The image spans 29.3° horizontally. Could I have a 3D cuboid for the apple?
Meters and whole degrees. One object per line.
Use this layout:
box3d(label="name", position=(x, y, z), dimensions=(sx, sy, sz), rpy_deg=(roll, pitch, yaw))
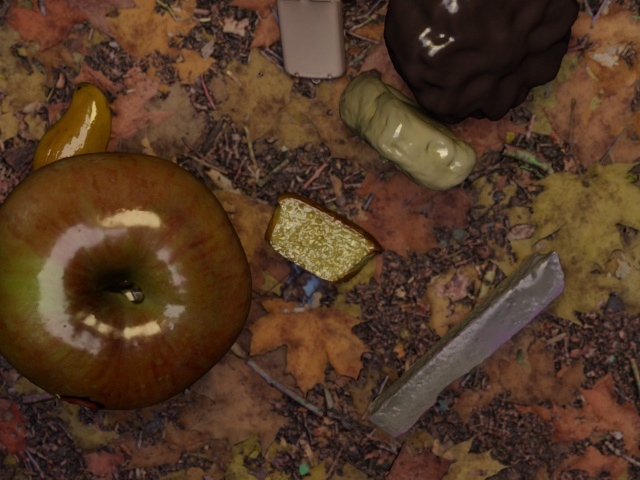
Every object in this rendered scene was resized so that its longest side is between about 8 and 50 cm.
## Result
box3d(label="apple", position=(-0.310, 0.058, 1.839), dimensions=(0.400, 0.333, 0.400), rpy_deg=(-1, 95, -16))

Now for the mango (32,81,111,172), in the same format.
box3d(label="mango", position=(-0.387, -0.153, 1.930), dimensions=(0.098, 0.075, 0.190), rpy_deg=(29, 96, -9))

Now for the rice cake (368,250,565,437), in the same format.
box3d(label="rice cake", position=(0.233, 0.162, 1.922), dimensions=(0.399, 0.064, 0.070), rpy_deg=(-44, 103, 12))

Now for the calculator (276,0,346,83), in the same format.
box3d(label="calculator", position=(-0.013, -0.312, 1.844), dimensions=(0.100, 0.032, 0.175), rpy_deg=(6, 130, 14))

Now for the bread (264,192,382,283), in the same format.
box3d(label="bread", position=(0.000, 0.000, 1.921), dimensions=(0.187, 0.065, 0.103), rpy_deg=(32, 97, -2))

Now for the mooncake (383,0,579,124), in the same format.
box3d(label="mooncake", position=(0.231, -0.298, 1.730), dimensions=(0.283, 0.283, 0.141), rpy_deg=(-42, 50, 12))

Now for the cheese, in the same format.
box3d(label="cheese", position=(0.115, -0.160, 1.781), dimensions=(0.159, 0.263, 0.093), rpy_deg=(32, 101, -24))
